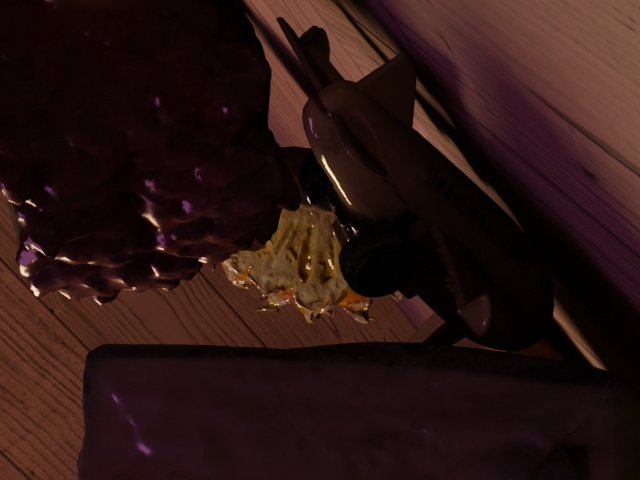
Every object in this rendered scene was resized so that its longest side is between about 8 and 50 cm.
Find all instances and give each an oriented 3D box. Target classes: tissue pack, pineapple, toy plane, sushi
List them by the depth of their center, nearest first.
[{"bbox_3d":[0.056,-0.009,1.052,0.256,0.104,0.242,60,-179,-44],"label":"toy plane"},{"bbox_3d":[-0.112,-0.104,1.054,0.236,0.170,0.270,77,178,-54],"label":"sushi"},{"bbox_3d":[0.057,0.142,1.123,0.394,0.288,0.124,41,-128,-73],"label":"tissue pack"},{"bbox_3d":[0.000,0.000,2.174,0.236,0.186,0.114,6,-175,-11],"label":"pineapple"}]

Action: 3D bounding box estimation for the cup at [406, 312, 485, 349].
[{"bbox_3d":[0.113,0.221,1.704,0.208,0.273,0.288,42,174,28],"label":"cup"}]

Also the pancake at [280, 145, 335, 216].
[{"bbox_3d":[-0.030,-0.062,1.692,0.242,0.050,0.242,19,-177,-1],"label":"pancake"}]

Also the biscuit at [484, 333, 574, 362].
[{"bbox_3d":[0.138,0.066,1.432,0.289,0.044,0.202,47,178,42],"label":"biscuit"}]
